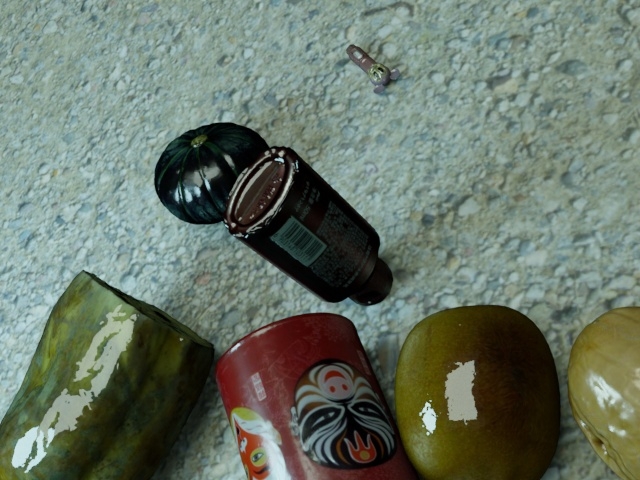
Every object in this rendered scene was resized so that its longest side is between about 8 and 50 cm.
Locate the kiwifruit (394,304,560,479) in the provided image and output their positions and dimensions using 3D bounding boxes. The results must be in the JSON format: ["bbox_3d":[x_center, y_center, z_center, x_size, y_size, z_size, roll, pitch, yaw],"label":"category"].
[{"bbox_3d":[0.187,0.194,1.138,0.196,0.196,0.234,-17,63,21],"label":"kiwifruit"}]

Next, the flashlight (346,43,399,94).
[{"bbox_3d":[0.076,-0.275,1.503,0.052,0.031,0.110,-44,55,4],"label":"flashlight"}]

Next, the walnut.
[{"bbox_3d":[0.370,0.172,1.045,0.195,0.195,0.221,-46,59,3],"label":"walnut"}]

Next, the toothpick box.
[{"bbox_3d":[0.009,0.281,1.188,0.204,0.204,0.333,-30,57,13],"label":"toothpick box"}]

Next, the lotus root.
[{"bbox_3d":[-0.322,0.239,1.363,0.250,0.250,0.346,22,77,34],"label":"lotus root"}]

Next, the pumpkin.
[{"bbox_3d":[-0.164,-0.107,1.486,0.194,0.150,0.194,-7,62,14],"label":"pumpkin"}]

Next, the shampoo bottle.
[{"bbox_3d":[0.000,0.000,1.243,0.084,0.323,0.129,28,84,34],"label":"shampoo bottle"}]
